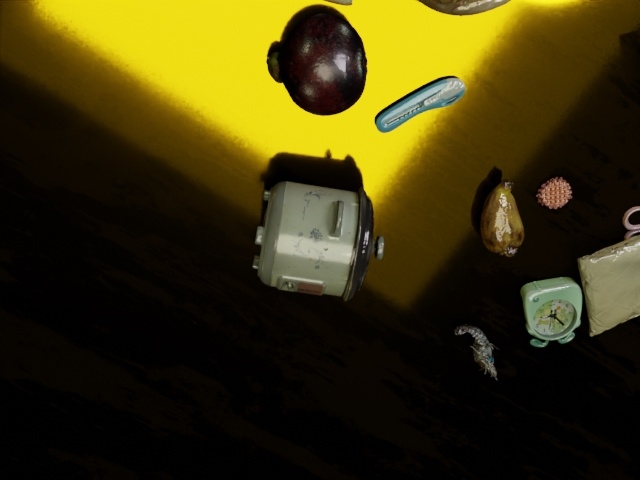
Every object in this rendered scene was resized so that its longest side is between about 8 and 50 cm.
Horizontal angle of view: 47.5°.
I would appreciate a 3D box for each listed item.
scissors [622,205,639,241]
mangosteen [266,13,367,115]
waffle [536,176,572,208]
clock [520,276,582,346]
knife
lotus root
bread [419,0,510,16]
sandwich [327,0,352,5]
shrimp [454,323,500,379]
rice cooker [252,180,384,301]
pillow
[{"bbox_3d":[0.881,-0.053,1.820,0.242,0.030,0.118,-15,116,7],"label":"scissors"},{"bbox_3d":[-0.006,-0.368,1.531,0.216,0.216,0.216,-1,113,-3],"label":"mangosteen"},{"bbox_3d":[0.571,-0.114,1.776,0.075,0.029,0.083,38,109,-15],"label":"waffle"},{"bbox_3d":[0.599,0.192,1.893,0.148,0.060,0.188,-8,114,-1],"label":"clock"},{"bbox_3d":[0.229,-0.309,1.670,0.222,0.031,0.064,-26,116,8],"label":"knife"},{"bbox_3d":[0.440,-0.059,1.764,0.108,0.094,0.191,-17,107,-32],"label":"lotus root"},{"bbox_3d":[0.269,-0.566,1.486,0.314,0.171,0.192,27,112,-13],"label":"bread"},{"bbox_3d":[-0.041,-0.563,1.514,0.258,0.096,0.094,12,107,-11],"label":"sandwich"},{"bbox_3d":[0.425,0.288,1.916,0.076,0.082,0.174,-32,104,15],"label":"shrimp"},{"bbox_3d":[0.000,0.000,1.672,0.316,0.264,0.316,5,153,3],"label":"rice cooker"},{"bbox_3d":[0.799,0.096,1.852,0.280,0.076,0.274,-21,126,3],"label":"pillow"}]
